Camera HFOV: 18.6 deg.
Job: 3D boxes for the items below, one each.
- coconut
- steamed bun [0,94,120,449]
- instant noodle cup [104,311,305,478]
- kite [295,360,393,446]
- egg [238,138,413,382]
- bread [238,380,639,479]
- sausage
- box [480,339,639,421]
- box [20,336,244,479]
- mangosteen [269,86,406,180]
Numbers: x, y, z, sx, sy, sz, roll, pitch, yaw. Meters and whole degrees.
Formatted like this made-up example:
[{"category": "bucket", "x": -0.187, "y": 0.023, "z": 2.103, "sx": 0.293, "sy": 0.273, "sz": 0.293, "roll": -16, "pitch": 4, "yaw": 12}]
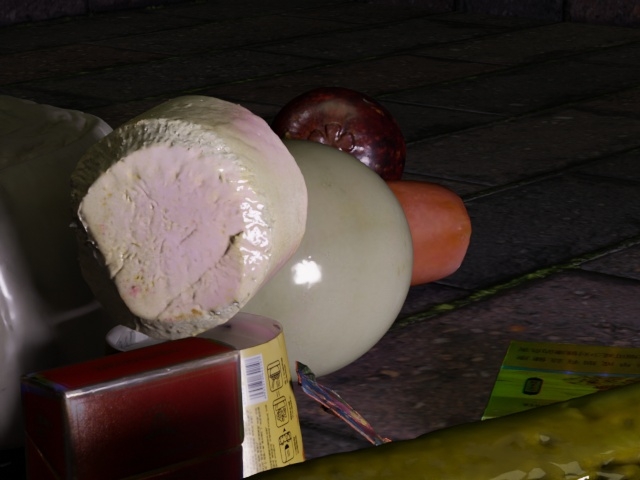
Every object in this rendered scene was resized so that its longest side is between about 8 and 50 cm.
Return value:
[{"category": "coconut", "x": -0.084, "y": -0.018, "z": 1.246, "sx": 0.147, "sy": 0.147, "sz": 0.152, "roll": 2, "pitch": 13, "yaw": 9}, {"category": "steamed bun", "x": -0.245, "y": 0.022, "z": 1.371, "sx": 0.236, "sy": 0.247, "sz": 0.383, "roll": 1, "pitch": 13, "yaw": 16}, {"category": "instant noodle cup", "x": -0.076, "y": 0.115, "z": 1.249, "sx": 0.151, "sy": 0.122, "sz": 0.151, "roll": 0, "pitch": 12, "yaw": 0}, {"category": "kite", "x": 0.025, "y": 0.122, "z": 1.286, "sx": 0.190, "sy": 0.010, "sz": 0.159, "roll": 41, "pitch": 4, "yaw": 41}, {"category": "egg", "x": -0.022, "y": 0.015, "z": 1.523, "sx": 0.189, "sy": 0.188, "sz": 0.254, "roll": 5, "pitch": 5, "yaw": 22}, {"category": "bread", "x": 0.129, "y": 0.183, "z": 0.787, "sx": 0.377, "sy": 0.208, "sz": 0.251, "roll": -8, "pitch": 23, "yaw": -26}, {"category": "sausage", "x": 0.000, "y": 0.000, "z": 1.749, "sx": 0.259, "sy": 0.113, "sz": 0.113, "roll": -6, "pitch": 15, "yaw": -26}, {"category": "box", "x": 0.188, "y": 0.116, "z": 1.432, "sx": 0.121, "sy": 0.030, "sz": 0.193, "roll": 2, "pitch": 15, "yaw": 12}, {"category": "box", "x": -0.093, "y": 0.146, "z": 1.013, "sx": 0.112, "sy": 0.175, "sz": 0.048, "roll": -12, "pitch": 18, "yaw": -37}, {"category": "mangosteen", "x": 0.014, "y": -0.091, "z": 2.035, "sx": 0.156, "sy": 0.145, "sz": 0.181, "roll": -1, "pitch": 13, "yaw": 7}]
